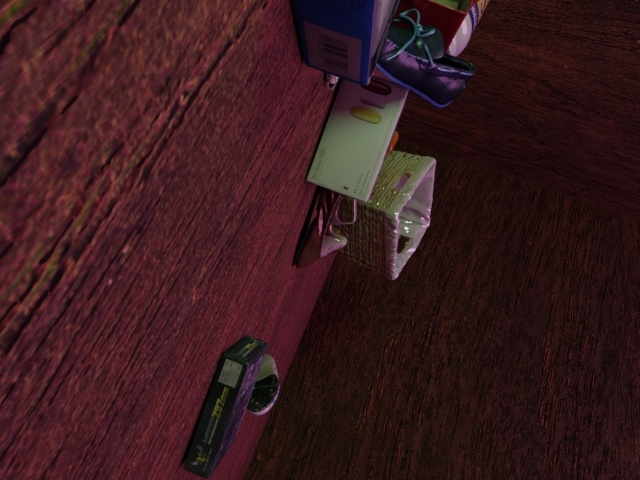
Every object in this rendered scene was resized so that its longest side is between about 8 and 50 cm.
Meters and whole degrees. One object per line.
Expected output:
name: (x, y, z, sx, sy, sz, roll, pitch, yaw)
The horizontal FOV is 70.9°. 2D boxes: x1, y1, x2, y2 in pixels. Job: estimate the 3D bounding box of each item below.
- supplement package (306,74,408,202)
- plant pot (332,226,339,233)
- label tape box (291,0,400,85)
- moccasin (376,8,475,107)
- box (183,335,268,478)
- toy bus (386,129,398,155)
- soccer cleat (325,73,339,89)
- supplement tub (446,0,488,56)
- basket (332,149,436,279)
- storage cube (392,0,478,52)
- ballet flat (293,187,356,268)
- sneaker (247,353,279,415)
supplement package: (0.089, -0.234, 1.057, 0.204, 0.145, 0.261, -34, 144, -81)
plant pot: (0.000, 0.000, 1.416, 0.083, 0.081, 0.081, -46, 159, -50)
label tape box: (0.074, -0.399, 0.536, 0.240, 0.106, 0.333, 57, 54, -84)
moccasin: (0.187, -0.380, 0.890, 0.342, 0.137, 0.117, 3, 146, -47)
box: (-0.184, 0.325, 0.915, 0.183, 0.059, 0.232, 8, 102, -84)
toy bus: (0.152, -0.307, 1.334, 0.108, 0.130, 0.332, -48, -177, 23)
soccer cleat: (0.023, -0.300, 0.801, 0.083, 0.029, 0.035, 106, 2, -79)
supplement tub: (0.322, -0.645, 1.227, 0.331, 0.241, 0.241, -62, 173, -15)
basket: (0.215, -0.109, 1.571, 0.328, 0.267, 0.331, -52, 151, -34)
storage cube: (0.217, -0.515, 0.971, 0.193, 0.215, 0.183, 113, -1, -73)
ballet flat: (0.030, -0.056, 1.250, 0.116, 0.124, 0.342, -47, 158, -74)
sneaker: (-0.144, 0.365, 1.113, 0.237, 0.085, 0.086, -111, -159, -77)
